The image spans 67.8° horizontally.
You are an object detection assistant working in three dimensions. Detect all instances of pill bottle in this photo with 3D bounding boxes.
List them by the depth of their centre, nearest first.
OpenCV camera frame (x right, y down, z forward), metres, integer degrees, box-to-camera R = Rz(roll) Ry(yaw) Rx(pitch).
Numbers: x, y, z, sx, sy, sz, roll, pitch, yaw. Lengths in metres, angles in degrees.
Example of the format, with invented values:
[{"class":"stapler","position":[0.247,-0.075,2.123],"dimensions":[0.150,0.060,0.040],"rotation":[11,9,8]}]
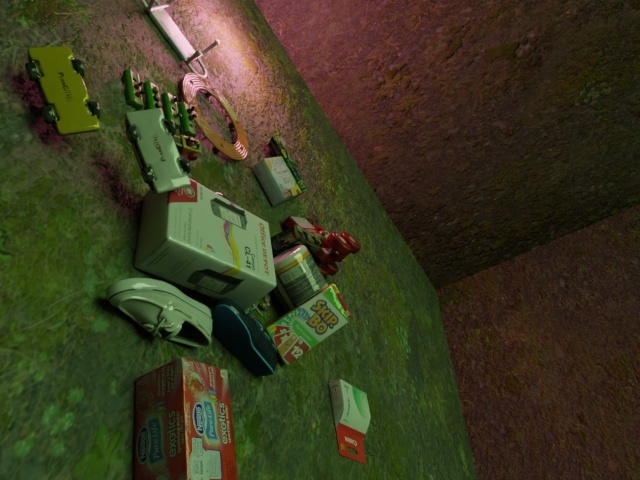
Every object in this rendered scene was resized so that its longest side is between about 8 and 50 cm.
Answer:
[{"class":"pill bottle","position":[-0.053,0.167,1.494],"dimensions":[0.278,0.162,0.162],"rotation":[61,19,-8]}]

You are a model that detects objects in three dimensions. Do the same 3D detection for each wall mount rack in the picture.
[{"class":"wall mount rack","position":[-0.477,-0.720,1.615],"dimensions":[0.350,0.131,0.304],"rotation":[53,21,-23]}]

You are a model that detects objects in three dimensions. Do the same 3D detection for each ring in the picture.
[{"class":"ring","position":[-0.368,-0.425,1.661],"dimensions":[0.336,0.032,0.336],"rotation":[52,21,-30]}]

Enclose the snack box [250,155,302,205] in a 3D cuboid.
[{"class":"snack box","position":[-0.168,-0.236,1.862],"dimensions":[0.174,0.070,0.207],"rotation":[61,18,-3]}]

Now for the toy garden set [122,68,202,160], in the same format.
[{"class":"toy garden set","position":[-0.432,-0.353,1.352],"dimensions":[0.244,0.049,0.203],"rotation":[21,48,-59]}]

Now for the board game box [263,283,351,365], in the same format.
[{"class":"board game box","position":[-0.028,0.240,1.392],"dimensions":[0.260,0.039,0.124],"rotation":[-31,98,-27]}]

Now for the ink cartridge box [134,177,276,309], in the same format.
[{"class":"ink cartridge box","position":[-0.266,0.004,1.141],"dimensions":[0.306,0.131,0.226],"rotation":[28,36,-39]}]

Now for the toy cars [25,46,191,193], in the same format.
[{"class":"toy cars","position":[-0.445,-0.239,1.011],"dimensions":[0.394,0.087,0.176],"rotation":[33,61,-20]}]

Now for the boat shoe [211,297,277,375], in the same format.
[{"class":"boat shoe","position":[-0.188,0.230,1.181],"dimensions":[0.089,0.109,0.258],"rotation":[-72,148,-49]}]

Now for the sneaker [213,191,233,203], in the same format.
[{"class":"sneaker","position":[-0.245,-0.029,1.378],"dimensions":[0.130,0.109,0.286],"rotation":[-100,164,-55]}]

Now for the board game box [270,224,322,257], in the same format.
[{"class":"board game box","position":[-0.094,0.018,1.613],"dimensions":[0.170,0.141,0.048],"rotation":[28,38,-59]}]

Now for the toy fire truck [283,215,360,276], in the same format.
[{"class":"toy fire truck","position":[0.000,0.000,1.883],"dimensions":[0.254,0.169,0.302],"rotation":[48,15,13]}]

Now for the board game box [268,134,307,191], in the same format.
[{"class":"board game box","position":[-0.139,-0.314,2.010],"dimensions":[0.259,0.030,0.136],"rotation":[61,-14,-5]}]

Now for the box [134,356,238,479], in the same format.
[{"class":"box","position":[-0.237,0.354,0.837],"dimensions":[0.128,0.123,0.256],"rotation":[39,30,-51]}]

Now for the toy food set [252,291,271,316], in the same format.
[{"class":"toy food set","position":[-0.171,0.165,1.409],"dimensions":[0.078,0.019,0.122],"rotation":[54,21,-25]}]

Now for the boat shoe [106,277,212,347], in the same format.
[{"class":"boat shoe","position":[-0.313,0.157,0.960],"dimensions":[0.267,0.096,0.088],"rotation":[49,18,-55]}]

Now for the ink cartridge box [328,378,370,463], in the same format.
[{"class":"ink cartridge box","position":[0.106,0.580,1.530],"dimensions":[0.181,0.056,0.224],"rotation":[43,26,-44]}]
